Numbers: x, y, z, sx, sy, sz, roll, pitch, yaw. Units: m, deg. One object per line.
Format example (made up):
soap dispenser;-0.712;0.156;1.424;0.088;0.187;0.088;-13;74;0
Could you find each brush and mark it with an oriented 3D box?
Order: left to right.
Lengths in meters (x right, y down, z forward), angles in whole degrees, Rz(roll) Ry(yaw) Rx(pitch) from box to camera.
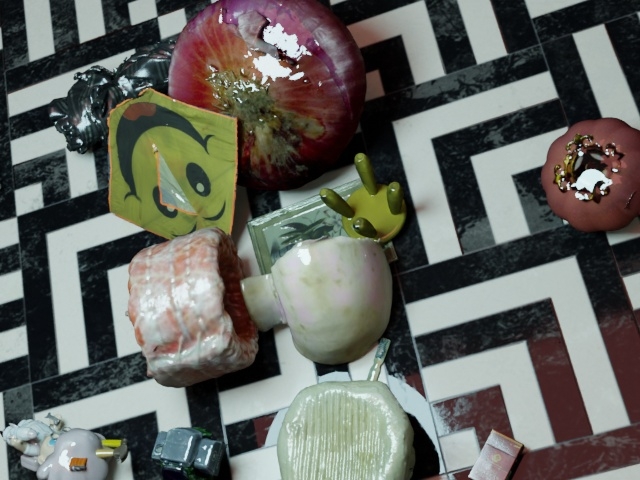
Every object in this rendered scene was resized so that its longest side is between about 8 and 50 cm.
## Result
brush;0.090;0.193;1.736;0.016;0.013;0.083;15;75;20

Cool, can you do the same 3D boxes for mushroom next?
mushroom;0.000;0.098;1.707;0.236;0.162;0.173;-16;72;5

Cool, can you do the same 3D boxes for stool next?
stool;0.075;-0.061;1.779;0.134;0.110;0.135;-3;68;15

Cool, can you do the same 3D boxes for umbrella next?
umbrella;-0.336;-0.279;2.008;0.337;0.128;0.154;-25;61;3

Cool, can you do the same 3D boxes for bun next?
bun;0.048;0.317;1.628;0.231;0.133;0.231;-8;70;24

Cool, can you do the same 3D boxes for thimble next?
thimble;-0.203;0.109;1.746;0.162;0.239;0.239;-14;65;9

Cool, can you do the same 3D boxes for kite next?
kite;-0.242;-0.102;1.864;0.378;0.013;0.327;-26;96;40

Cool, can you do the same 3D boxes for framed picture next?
framed picture;0.000;0.000;1.845;0.231;0.010;0.173;-22;64;7

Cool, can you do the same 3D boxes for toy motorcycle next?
toy motorcycle;-0.226;0.406;1.648;0.125;0.187;0.274;6;68;20

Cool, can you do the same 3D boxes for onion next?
onion;-0.079;-0.261;1.857;0.348;0.285;0.347;6;112;14

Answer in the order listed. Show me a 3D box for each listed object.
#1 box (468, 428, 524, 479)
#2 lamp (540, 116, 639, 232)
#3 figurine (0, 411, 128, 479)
box;0.260;0.326;1.620;0.052;0.023;0.082;25;78;24
lamp;0.432;-0.099;1.688;0.182;0.140;0.182;-7;77;31
figurine;-0.418;0.346;1.776;0.229;0.137;0.111;17;106;27
